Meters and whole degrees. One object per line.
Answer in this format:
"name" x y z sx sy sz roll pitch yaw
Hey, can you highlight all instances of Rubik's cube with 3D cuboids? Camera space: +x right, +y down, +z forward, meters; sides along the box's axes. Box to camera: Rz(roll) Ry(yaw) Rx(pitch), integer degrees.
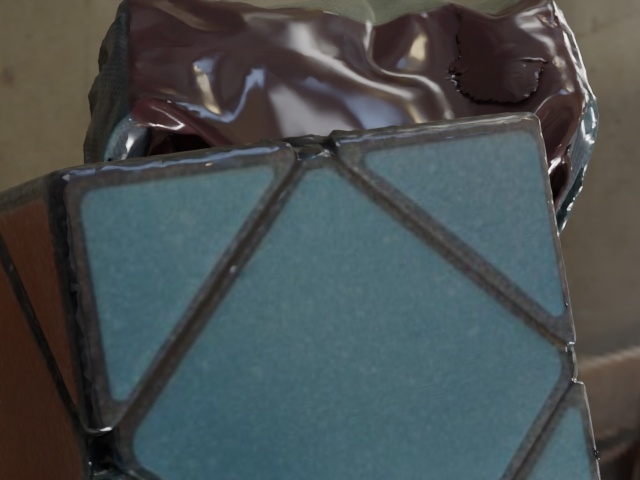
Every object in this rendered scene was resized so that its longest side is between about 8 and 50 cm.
"Rubik's cube" -0.026 0.067 0.752 0.205 0.207 0.205 -9 88 -25

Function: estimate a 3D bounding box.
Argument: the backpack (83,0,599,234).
"backpack" 0.000 0.000 1.086 0.317 0.283 0.197 101 -11 -49
